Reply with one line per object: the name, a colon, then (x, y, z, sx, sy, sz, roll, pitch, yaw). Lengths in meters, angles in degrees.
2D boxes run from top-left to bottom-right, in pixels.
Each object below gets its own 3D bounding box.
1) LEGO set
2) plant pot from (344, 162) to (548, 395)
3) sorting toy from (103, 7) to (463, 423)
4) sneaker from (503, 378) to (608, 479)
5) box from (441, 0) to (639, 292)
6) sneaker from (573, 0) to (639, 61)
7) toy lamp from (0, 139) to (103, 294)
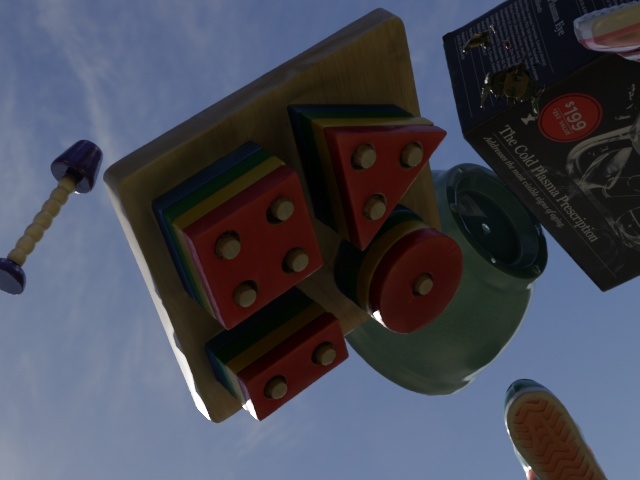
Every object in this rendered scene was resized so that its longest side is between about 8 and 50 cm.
LEGO set: (0.142, -0.130, 0.902, 0.054, 0.023, 0.083, -19, -65, 7)
plant pot: (0.163, 0.024, 1.508, 0.293, 0.293, 0.196, -8, -26, -46)
sorting toy: (0.000, 0.000, 0.900, 0.255, 0.089, 0.257, -34, -47, -20)
sneaker: (0.330, 0.316, 1.563, 0.108, 0.302, 0.121, -23, 7, 8)
box: (0.364, -0.151, 1.338, 0.312, 0.179, 0.343, -30, -48, 23)
sneaker: (0.194, -0.093, 0.597, 0.134, 0.051, 0.070, -12, -82, -19)
toy lamp: (-0.422, -0.045, 1.828, 0.080, 0.080, 0.275, 75, -147, -48)
